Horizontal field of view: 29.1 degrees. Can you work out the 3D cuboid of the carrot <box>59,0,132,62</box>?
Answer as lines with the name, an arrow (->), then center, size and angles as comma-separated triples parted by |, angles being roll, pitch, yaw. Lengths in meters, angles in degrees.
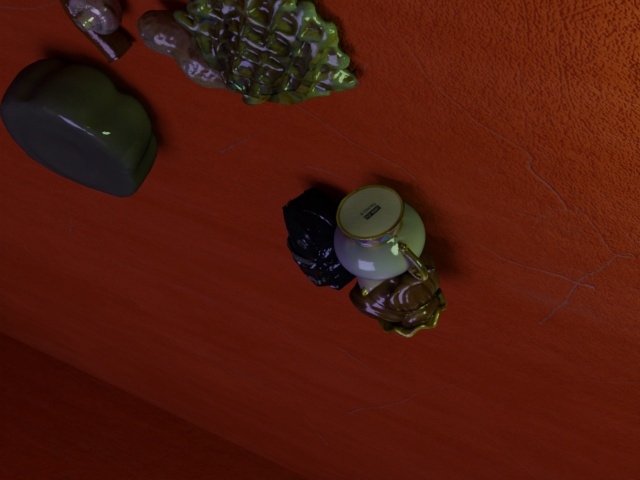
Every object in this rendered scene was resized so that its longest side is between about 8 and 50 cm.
carrot -> -0.349, -0.330, 1.858 | 0.139, 0.048, 0.048 | 45, 155, -21

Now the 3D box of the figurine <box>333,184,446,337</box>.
figurine -> 0.104, 0.038, 1.856 | 0.189, 0.142, 0.263 | 45, 165, 39

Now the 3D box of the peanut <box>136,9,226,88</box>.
peanut -> -0.178, -0.266, 1.712 | 0.174, 0.080, 0.080 | 31, 157, 4

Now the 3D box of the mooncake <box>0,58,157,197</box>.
mooncake -> -0.403, -0.195, 2.093 | 0.275, 0.135, 0.275 | 25, 156, 12

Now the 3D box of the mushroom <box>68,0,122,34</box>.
mushroom -> -0.329, -0.335, 1.793 | 0.083, 0.067, 0.083 | 35, 162, 13

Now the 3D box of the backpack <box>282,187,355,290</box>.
backpack -> -0.002, -0.003, 1.958 | 0.120, 0.106, 0.165 | 45, 172, 46

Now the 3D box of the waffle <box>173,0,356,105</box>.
waffle -> -0.072, -0.252, 1.587 | 0.223, 0.054, 0.204 | -4, 134, 36
